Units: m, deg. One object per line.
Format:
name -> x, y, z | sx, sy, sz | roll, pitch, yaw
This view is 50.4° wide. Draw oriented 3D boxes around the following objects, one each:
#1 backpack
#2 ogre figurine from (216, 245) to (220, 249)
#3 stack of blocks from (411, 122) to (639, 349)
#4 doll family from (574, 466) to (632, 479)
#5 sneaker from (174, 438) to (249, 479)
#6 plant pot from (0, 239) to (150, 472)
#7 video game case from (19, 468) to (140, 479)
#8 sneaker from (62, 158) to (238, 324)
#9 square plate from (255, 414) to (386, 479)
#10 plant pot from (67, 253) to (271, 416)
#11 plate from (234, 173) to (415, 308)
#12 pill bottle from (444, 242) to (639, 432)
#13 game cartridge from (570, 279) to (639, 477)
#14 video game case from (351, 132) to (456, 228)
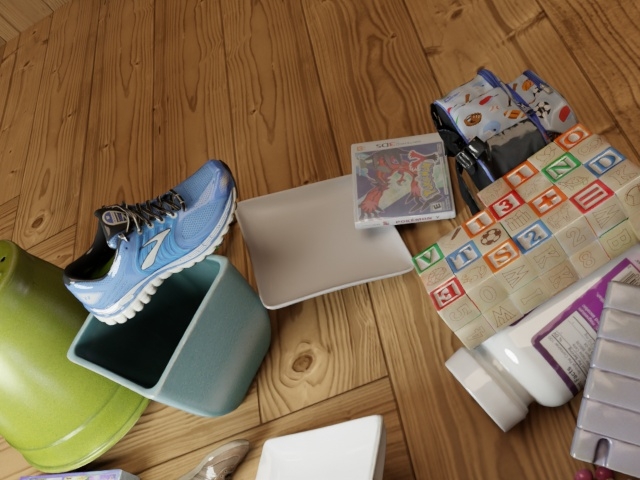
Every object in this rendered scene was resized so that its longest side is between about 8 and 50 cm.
backpack -> 0.300, -0.153, 1.097 | 0.213, 0.276, 0.263 | -33, 40, 3
ogre figurine -> -0.271, 0.014, 1.456 | 0.197, 0.097, 0.118 | -25, 36, 1
stack of blocks -> 0.274, -0.009, 0.909 | 0.297, 0.087, 0.171 | -36, 29, 11
doll family -> 0.292, 0.367, 0.796 | 0.263, 0.118, 0.163 | -7, 12, -7
sneaker -> -0.185, 0.411, 1.155 | 0.188, 0.066, 0.071 | -38, 63, 11
plant pot -> -0.550, 0.192, 1.298 | 0.366, 0.353, 0.366 | -20, 41, 18
video game case -> -0.470, 0.552, 1.230 | 0.269, 0.061, 0.244 | -13, 54, 26
sneaker -> -0.273, -0.012, 1.091 | 0.330, 0.147, 0.130 | -44, 46, -2
square plate -> -0.024, 0.436, 0.946 | 0.347, 0.049, 0.344 | -34, 38, 53
plant pot -> -0.231, 0.174, 1.207 | 0.248, 0.252, 0.247 | 12, 67, 38
plate -> 0.000, 0.000, 1.265 | 0.278, 0.045, 0.277 | -14, 48, -9
pill bottle -> 0.325, 0.119, 0.941 | 0.301, 0.169, 0.169 | -41, 46, 2
game cartridge -> 0.491, 0.187, 0.768 | 0.355, 0.068, 0.230 | 13, 80, 21
video game case -> 0.151, -0.116, 1.283 | 0.183, 0.023, 0.201 | -7, 54, 8
